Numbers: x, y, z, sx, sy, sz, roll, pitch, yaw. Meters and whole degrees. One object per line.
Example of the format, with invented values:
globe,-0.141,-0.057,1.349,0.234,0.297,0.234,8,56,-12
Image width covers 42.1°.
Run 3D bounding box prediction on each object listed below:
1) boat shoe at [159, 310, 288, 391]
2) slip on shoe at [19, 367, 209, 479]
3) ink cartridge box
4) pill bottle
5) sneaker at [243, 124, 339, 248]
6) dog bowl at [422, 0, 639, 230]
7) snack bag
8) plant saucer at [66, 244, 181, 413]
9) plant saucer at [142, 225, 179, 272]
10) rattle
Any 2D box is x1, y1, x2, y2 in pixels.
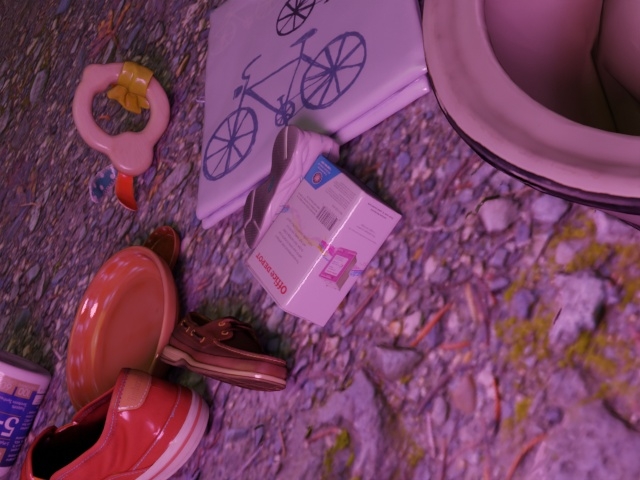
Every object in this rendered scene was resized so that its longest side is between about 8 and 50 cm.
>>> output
boat shoe,-0.089,0.098,0.763,0.178,0.064,0.060,3,72,53
slip on shoe,-0.250,0.231,0.817,0.331,0.101,0.123,-40,24,24
ink cartridge box,0.000,0.000,0.730,0.122,0.052,0.088,-54,37,8
pill bottle,-0.423,0.233,1.032,0.112,0.112,0.186,13,79,52
sneaker,-0.029,-0.043,0.796,0.152,0.061,0.053,-56,40,40
dog bowl,0.256,-0.163,0.412,0.408,0.150,0.408,-30,44,34
snack bag,-0.023,-0.216,0.907,0.323,0.037,0.342,-31,47,34
plant saucer,-0.214,0.105,0.915,0.200,0.037,0.200,-22,58,40
plant saucer,-0.190,0.023,0.971,0.083,0.013,0.083,-27,50,37
rattle,-0.272,-0.131,1.124,0.143,0.130,0.199,-10,86,59
